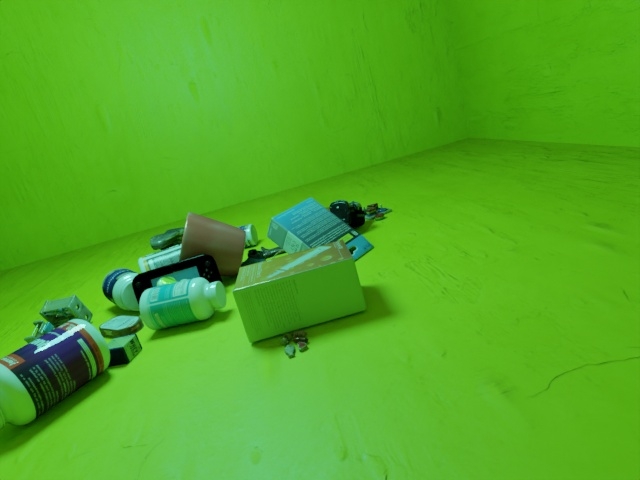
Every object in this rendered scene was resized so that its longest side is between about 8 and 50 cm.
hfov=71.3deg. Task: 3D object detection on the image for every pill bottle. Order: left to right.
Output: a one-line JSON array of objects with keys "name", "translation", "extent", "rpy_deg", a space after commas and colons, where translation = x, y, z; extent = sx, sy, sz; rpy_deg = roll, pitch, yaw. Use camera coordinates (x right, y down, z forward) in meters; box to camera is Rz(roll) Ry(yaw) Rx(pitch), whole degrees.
[{"name": "pill bottle", "translation": [-0.754, 0.362, 1.200], "extent": [0.181, 0.181, 0.323], "rpy_deg": [-5, 19, 32]}, {"name": "pill bottle", "translation": [-0.777, 0.201, 1.812], "extent": [0.153, 0.153, 0.264], "rpy_deg": [-27, 20, -35]}, {"name": "pill bottle", "translation": [-0.652, 0.108, 1.994], "extent": [0.278, 0.162, 0.162], "rpy_deg": [-20, 17, -18]}, {"name": "pill bottle", "translation": [-0.458, 0.209, 1.507], "extent": [0.264, 0.146, 0.146], "rpy_deg": [-12, 16, 8]}, {"name": "pill bottle", "translation": [-0.424, -0.012, 2.273], "extent": [0.187, 0.112, 0.112], "rpy_deg": [-12, 16, 9]}]

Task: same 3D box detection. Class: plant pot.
[{"name": "plant pot", "translation": [-0.443, 0.034, 1.838], "extent": [0.243, 0.275, 0.275], "rpy_deg": [10, 12, -13]}]

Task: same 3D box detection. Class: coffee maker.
[{"name": "coffee maker", "translation": [0.119, -0.097, 2.037], "extent": [0.120, 0.171, 0.178], "rpy_deg": [20, 10, 27]}]

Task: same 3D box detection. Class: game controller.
[{"name": "game controller", "translation": [-0.537, 0.167, 1.683], "extent": [0.319, 0.166, 0.067], "rpy_deg": [-17, -2, -5]}]

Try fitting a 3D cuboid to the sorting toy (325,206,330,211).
[{"name": "sorting toy", "translation": [-0.014, -0.084, 2.050], "extent": [0.126, 0.127, 0.365], "rpy_deg": [19, 29, 22]}]

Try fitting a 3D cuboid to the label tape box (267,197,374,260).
[{"name": "label tape box", "translation": [0.000, 0.000, 1.767], "extent": [0.348, 0.115, 0.249], "rpy_deg": [39, 44, 19]}]

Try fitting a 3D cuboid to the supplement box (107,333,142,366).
[{"name": "supplement box", "translation": [-0.615, 0.338, 1.376], "extent": [0.083, 0.056, 0.083], "rpy_deg": [-12, 17, 12]}]

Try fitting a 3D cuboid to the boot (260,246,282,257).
[{"name": "boot", "translation": [-0.212, 0.040, 2.039], "extent": [0.114, 0.037, 0.106], "rpy_deg": [-20, 30, -6]}]

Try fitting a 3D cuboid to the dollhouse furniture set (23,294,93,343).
[{"name": "dollhouse furniture set", "translation": [-0.985, 0.326, 1.691], "extent": [0.129, 0.129, 0.184], "rpy_deg": [-12, 41, 8]}]

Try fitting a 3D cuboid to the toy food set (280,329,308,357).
[{"name": "toy food set", "translation": [-0.068, 0.266, 1.187], "extent": [0.078, 0.019, 0.122], "rpy_deg": [-20, 17, -15]}]

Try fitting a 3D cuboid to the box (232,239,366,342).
[{"name": "box", "translation": [-0.063, 0.142, 1.327], "extent": [0.345, 0.168, 0.215], "rpy_deg": [-15, 15, -2]}]

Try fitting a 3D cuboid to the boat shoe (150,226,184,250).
[{"name": "boat shoe", "translation": [-0.855, 0.013, 2.558], "extent": [0.132, 0.130, 0.355], "rpy_deg": [-9, 11, 8]}]

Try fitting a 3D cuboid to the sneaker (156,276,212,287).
[{"name": "sneaker", "translation": [-0.483, 0.210, 1.644], "extent": [0.240, 0.126, 0.091], "rpy_deg": [14, 25, -9]}]

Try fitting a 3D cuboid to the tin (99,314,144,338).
[{"name": "tin", "translation": [-0.722, 0.310, 1.611], "extent": [0.190, 0.040, 0.106], "rpy_deg": [-4, 24, 35]}]

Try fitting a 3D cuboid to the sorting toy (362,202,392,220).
[{"name": "sorting toy", "translation": [0.259, -0.152, 2.237], "extent": [0.132, 0.046, 0.274], "rpy_deg": [-23, 17, -25]}]

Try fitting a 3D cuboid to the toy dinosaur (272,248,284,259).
[{"name": "toy dinosaur", "translation": [-0.128, 0.028, 1.960], "extent": [0.211, 0.064, 0.112], "rpy_deg": [-16, 17, -3]}]

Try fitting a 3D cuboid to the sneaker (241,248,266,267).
[{"name": "sneaker", "translation": [-0.298, 0.076, 1.912], "extent": [0.152, 0.084, 0.058], "rpy_deg": [-2, 21, 38]}]
